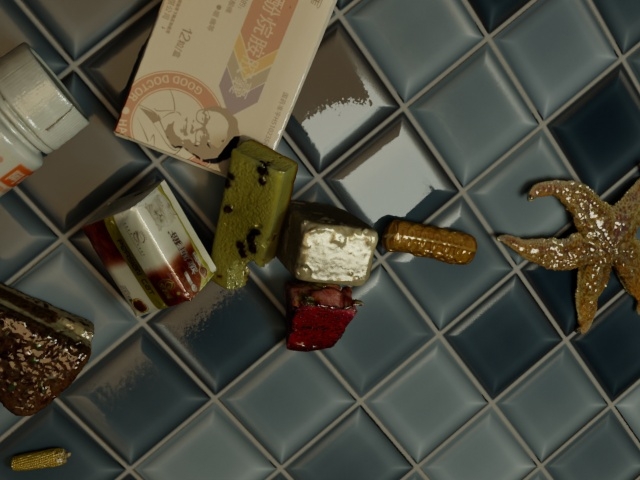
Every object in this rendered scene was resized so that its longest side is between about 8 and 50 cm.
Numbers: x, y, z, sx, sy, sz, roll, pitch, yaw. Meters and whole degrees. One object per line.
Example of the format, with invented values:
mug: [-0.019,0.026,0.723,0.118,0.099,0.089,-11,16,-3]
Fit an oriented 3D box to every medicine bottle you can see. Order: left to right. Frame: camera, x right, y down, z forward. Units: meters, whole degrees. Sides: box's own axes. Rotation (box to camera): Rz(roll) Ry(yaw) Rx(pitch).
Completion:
medicine bottle: [-0.425,-0.123,0.972,0.252,0.144,0.144,-40,109,-2]

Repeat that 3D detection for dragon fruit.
dragon fruit: [-0.005,0.093,1.161,0.102,0.096,0.147,9,143,-13]

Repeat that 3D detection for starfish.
starfish: [0.448,0.019,1.282,0.299,0.060,0.302,-27,109,-10]

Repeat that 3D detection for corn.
corn: [-0.405,0.318,1.141,0.083,0.028,0.027,-7,84,-13]

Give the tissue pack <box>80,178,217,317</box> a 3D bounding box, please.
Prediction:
tissue pack: [-0.231,0.013,1.062,0.106,0.099,0.149,-20,110,25]

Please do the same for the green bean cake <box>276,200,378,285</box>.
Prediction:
green bean cake: [0.000,0.000,1.093,0.109,0.179,0.085,7,102,-16]

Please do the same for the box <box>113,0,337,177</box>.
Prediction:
box: [-0.117,-0.270,1.061,0.214,0.069,0.353,21,99,-19]

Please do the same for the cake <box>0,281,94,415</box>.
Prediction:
cake: [-0.439,0.130,1.044,0.246,0.112,0.135,30,97,-19]

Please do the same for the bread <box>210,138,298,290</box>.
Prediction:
bread: [-0.097,-0.021,1.073,0.088,0.049,0.226,26,124,15]

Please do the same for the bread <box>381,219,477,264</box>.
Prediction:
bread: [0.169,0.003,1.210,0.157,0.044,0.052,10,103,-17]
